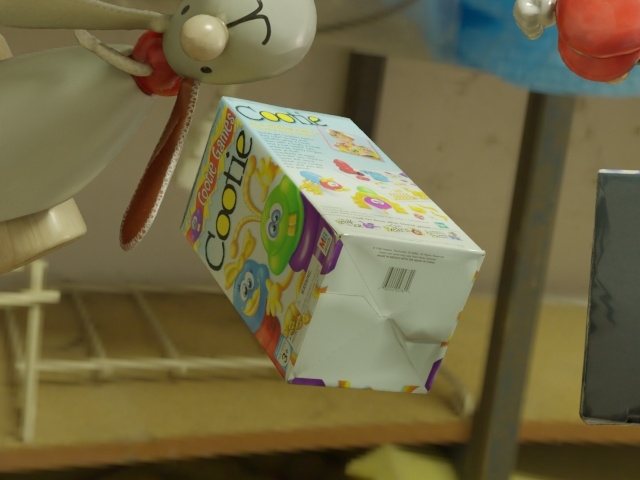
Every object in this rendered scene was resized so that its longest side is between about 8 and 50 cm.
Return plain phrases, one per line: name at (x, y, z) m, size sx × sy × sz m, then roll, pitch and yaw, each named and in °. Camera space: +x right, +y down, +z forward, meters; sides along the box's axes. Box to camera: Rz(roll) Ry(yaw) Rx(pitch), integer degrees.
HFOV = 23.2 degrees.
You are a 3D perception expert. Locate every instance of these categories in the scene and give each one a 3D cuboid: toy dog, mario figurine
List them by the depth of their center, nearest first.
toy dog at (-0.171, -0.081, 0.965) m, size 0.220 × 0.333 × 0.161 m, roll 47°, pitch 38°, yaw 7°
mario figurine at (0.335, -0.226, 1.645) m, size 0.198 × 0.170 × 0.320 m, roll -24°, pitch 0°, yaw 36°

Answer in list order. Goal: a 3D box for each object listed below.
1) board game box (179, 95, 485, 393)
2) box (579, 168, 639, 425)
board game box at (0.000, 0.000, 1.372) m, size 0.144 × 0.142 × 0.275 m, roll 8°, pitch 24°, yaw -29°
box at (0.406, 0.067, 1.392) m, size 0.293 × 0.212 × 0.395 m, roll 3°, pitch -4°, yaw 17°
